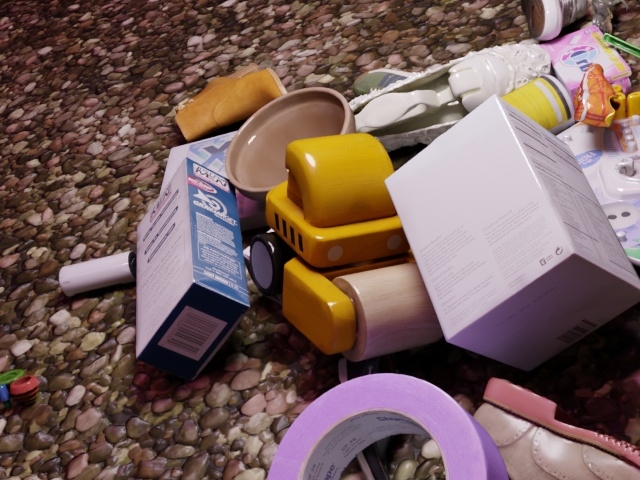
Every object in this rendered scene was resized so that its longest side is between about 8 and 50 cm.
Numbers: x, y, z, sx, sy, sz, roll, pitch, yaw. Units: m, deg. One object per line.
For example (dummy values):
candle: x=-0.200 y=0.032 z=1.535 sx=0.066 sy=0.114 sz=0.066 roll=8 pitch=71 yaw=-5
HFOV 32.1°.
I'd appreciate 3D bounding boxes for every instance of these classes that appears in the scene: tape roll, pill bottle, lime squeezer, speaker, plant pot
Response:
tape roll: x=0.075 y=0.297 z=1.280 sx=0.274 sy=0.090 sz=0.275 roll=-14 pitch=57 yaw=23
pill bottle: x=0.322 y=-0.192 z=1.848 sx=0.184 sy=0.103 sz=0.103 roll=-28 pitch=36 yaw=-9
lime squeezer: x=0.593 y=-0.274 z=1.810 sx=0.059 sy=0.110 sz=0.310 roll=-53 pitch=35 yaw=11
speaker: x=-0.384 y=0.058 z=1.945 sx=0.136 sy=0.055 sz=0.055 roll=-13 pitch=37 yaw=12
plant pot: x=-0.035 y=-0.139 z=1.886 sx=0.237 sy=0.110 sz=0.237 roll=-19 pitch=42 yaw=18

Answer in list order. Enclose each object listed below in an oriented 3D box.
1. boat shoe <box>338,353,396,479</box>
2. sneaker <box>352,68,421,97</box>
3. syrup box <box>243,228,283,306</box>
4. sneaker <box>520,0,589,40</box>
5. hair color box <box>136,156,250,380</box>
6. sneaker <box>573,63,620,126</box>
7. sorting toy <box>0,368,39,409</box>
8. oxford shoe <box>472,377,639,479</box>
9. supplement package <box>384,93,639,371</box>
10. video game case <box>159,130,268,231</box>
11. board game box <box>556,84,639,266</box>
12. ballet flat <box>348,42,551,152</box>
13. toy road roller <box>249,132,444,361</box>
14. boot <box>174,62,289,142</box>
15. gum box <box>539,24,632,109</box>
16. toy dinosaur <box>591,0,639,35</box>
boat shoe: x=0.073 y=0.226 z=1.460 sx=0.079 sy=0.084 sz=0.233 roll=-17 pitch=33 yaw=9
sneaker: x=0.135 y=-0.273 z=2.084 sx=0.192 sy=0.064 sz=0.086 roll=6 pitch=39 yaw=29
syrup box: x=0.000 y=0.000 z=1.778 sx=0.237 sy=0.096 sz=0.093 roll=-40 pitch=38 yaw=-20
sneaker: x=0.447 y=-0.444 z=2.077 sx=0.123 sy=0.106 sz=0.290 roll=4 pitch=27 yaw=4
hair color box: x=-0.209 y=0.038 z=1.771 sx=0.174 sy=0.105 sz=0.347 roll=-51 pitch=28 yaw=25
sneaker: x=0.438 y=-0.225 z=1.758 sx=0.067 sy=0.064 sz=0.175 roll=17 pitch=38 yaw=3
sorting toy: x=-0.488 y=0.242 z=1.785 sx=0.061 sy=0.042 sz=0.102 roll=-28 pitch=21 yaw=-34
oxford shoe: x=0.310 y=0.283 z=1.265 sx=0.348 sy=0.123 sz=0.130 roll=25 pitch=82 yaw=45
supplement package: x=0.250 y=-0.006 z=1.450 sx=0.199 sy=0.198 sz=0.263 roll=-38 pitch=51 yaw=26
video game case: x=-0.144 y=-0.117 z=2.057 sx=0.329 sy=0.036 sz=0.300 roll=-13 pitch=37 yaw=13
board game box: x=0.474 y=-0.107 z=1.638 sx=0.390 sy=0.050 sz=0.390 roll=-30 pitch=35 yaw=-31
ballet flat: x=0.206 y=-0.238 z=1.929 sx=0.408 sy=0.147 sz=0.147 roll=-19 pitch=35 yaw=13
toy road roller: x=0.042 y=-0.006 z=1.555 sx=0.202 sy=0.241 sz=0.329 roll=-11 pitch=30 yaw=-26
boot: x=-0.174 y=-0.254 z=2.198 sx=0.211 sy=0.104 sz=0.295 roll=-34 pitch=26 yaw=-7
gum box: x=0.464 y=-0.294 z=1.938 sx=0.107 sy=0.062 sz=0.188 roll=-20 pitch=36 yaw=5
toy dinosaur: x=0.550 y=-0.468 z=2.089 sx=0.118 sy=0.064 sz=0.268 roll=8 pitch=53 yaw=-10
